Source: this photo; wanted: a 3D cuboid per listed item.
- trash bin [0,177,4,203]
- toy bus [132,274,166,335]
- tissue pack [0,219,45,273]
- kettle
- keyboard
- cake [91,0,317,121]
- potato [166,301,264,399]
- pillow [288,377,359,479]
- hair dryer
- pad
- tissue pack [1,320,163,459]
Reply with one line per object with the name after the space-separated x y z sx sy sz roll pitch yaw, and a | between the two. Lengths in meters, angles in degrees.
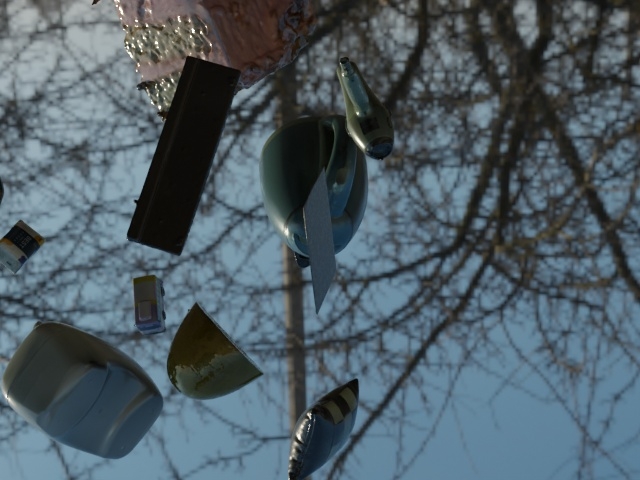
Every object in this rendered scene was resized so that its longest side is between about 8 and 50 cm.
-0.687 -0.075 1.872 0.241 0.122 0.164 -4 -143 1 | trash bin
-0.316 0.119 2.006 0.052 0.102 0.058 -11 157 9 | toy bus
-0.537 0.010 1.926 0.062 0.042 0.083 40 -143 -7 | tissue pack
0.001 -0.123 2.363 0.247 0.319 0.342 13 -151 -11 | kettle
-0.216 -0.135 1.699 0.101 0.309 0.018 17 175 5 | keyboard
-0.202 -0.442 2.107 0.293 0.306 0.314 -8 -157 43 | cake
-0.239 0.247 2.228 0.158 0.203 0.178 -40 -157 -7 | potato
0.010 0.419 2.426 0.106 0.185 0.250 23 -162 19 | pillow
0.061 -0.283 2.004 0.088 0.224 0.219 -24 -144 4 | hair dryer
0.000 0.000 2.019 0.003 0.234 0.158 2 -148 15 | pad
-0.526 0.319 2.363 0.236 0.229 0.333 33 175 37 | tissue pack
